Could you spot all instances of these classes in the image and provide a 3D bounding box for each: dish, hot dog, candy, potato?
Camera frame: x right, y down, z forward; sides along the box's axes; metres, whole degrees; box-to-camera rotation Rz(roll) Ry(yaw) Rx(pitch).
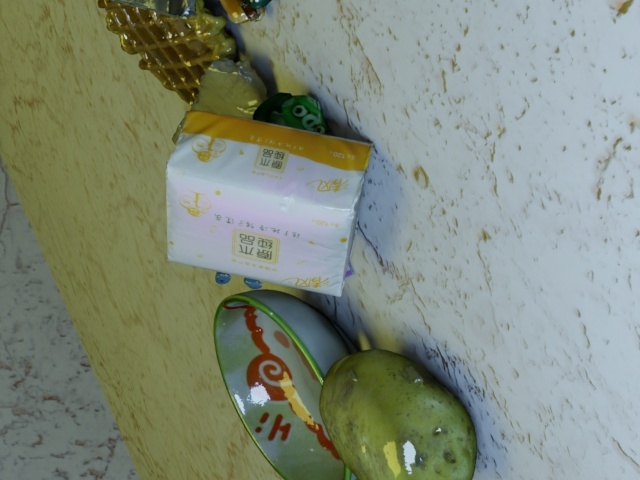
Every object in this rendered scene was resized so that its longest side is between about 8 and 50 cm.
[{"bbox_3d":[-0.014,0.200,1.848,0.324,0.124,0.324,40,144,37],"label":"dish"},{"bbox_3d":[-0.112,-0.327,1.656,0.133,0.056,0.041,60,148,26],"label":"hot dog"},{"bbox_3d":[-0.101,-0.141,1.713,0.323,0.097,0.097,4,115,55],"label":"candy"},{"bbox_3d":[0.094,0.227,1.577,0.197,0.148,0.228,57,161,-9],"label":"potato"}]

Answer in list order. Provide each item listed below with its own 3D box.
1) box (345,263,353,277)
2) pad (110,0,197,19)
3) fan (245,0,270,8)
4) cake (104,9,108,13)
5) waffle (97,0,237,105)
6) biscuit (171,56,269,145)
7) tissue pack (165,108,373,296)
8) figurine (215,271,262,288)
[{"bbox_3d":[0.000,0.000,1.729,0.117,0.036,0.050,68,157,1],"label":"box"},{"bbox_3d":[-0.220,-0.418,1.711,0.174,0.022,0.233,18,111,36],"label":"pad"},{"bbox_3d":[-0.115,-0.350,1.622,0.155,0.082,0.039,52,163,8],"label":"fan"},{"bbox_3d":[-0.298,-0.392,2.028,0.052,0.065,0.121,61,150,10],"label":"cake"},{"bbox_3d":[-0.220,-0.298,1.841,0.253,0.056,0.249,44,156,6],"label":"waffle"},{"bbox_3d":[-0.126,-0.157,1.814,0.141,0.038,0.290,43,151,-1],"label":"biscuit"},{"bbox_3d":[-0.065,-0.044,1.567,0.185,0.225,0.124,98,-175,-54],"label":"tissue pack"},{"bbox_3d":[-0.096,-0.022,1.821,0.144,0.114,0.178,-33,45,43],"label":"figurine"}]
